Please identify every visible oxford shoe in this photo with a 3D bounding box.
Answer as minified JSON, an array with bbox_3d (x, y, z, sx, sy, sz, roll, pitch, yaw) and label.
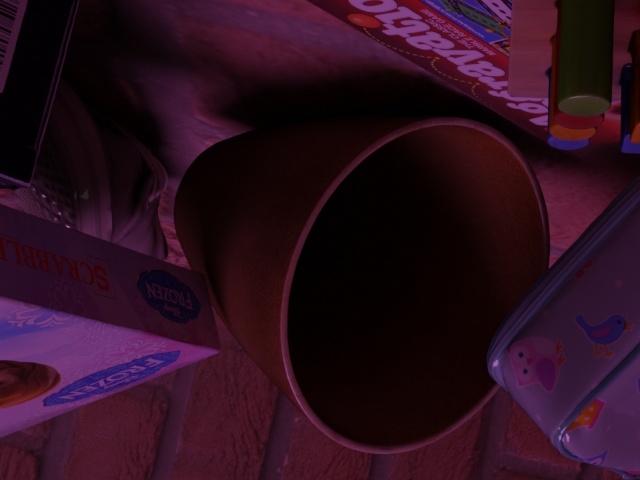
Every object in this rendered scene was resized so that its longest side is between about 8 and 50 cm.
[{"bbox_3d":[-0.205,-0.055,1.045,0.130,0.169,0.449,-30,169,-13],"label":"oxford shoe"}]

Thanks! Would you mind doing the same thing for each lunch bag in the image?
[{"bbox_3d":[0.262,0.063,0.847,0.279,0.224,0.108,22,-161,-52],"label":"lunch bag"}]

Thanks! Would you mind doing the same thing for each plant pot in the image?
[{"bbox_3d":[0.000,0.000,0.877,0.237,0.237,0.254,21,-177,-40],"label":"plant pot"}]

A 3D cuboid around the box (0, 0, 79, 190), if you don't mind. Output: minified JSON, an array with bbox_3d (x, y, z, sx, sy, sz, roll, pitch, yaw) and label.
[{"bbox_3d":[-0.238,-0.114,0.640,0.108,0.153,0.207,21,168,-42],"label":"box"}]

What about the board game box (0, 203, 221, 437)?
[{"bbox_3d":[-0.278,0.075,0.737,0.318,0.066,0.318,-22,159,20],"label":"board game box"}]

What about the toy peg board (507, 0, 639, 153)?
[{"bbox_3d":[0.161,-0.070,0.494,0.161,0.079,0.160,3,163,9],"label":"toy peg board"}]

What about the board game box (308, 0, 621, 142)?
[{"bbox_3d":[0.102,-0.110,0.600,0.281,0.027,0.145,21,168,-41],"label":"board game box"}]
